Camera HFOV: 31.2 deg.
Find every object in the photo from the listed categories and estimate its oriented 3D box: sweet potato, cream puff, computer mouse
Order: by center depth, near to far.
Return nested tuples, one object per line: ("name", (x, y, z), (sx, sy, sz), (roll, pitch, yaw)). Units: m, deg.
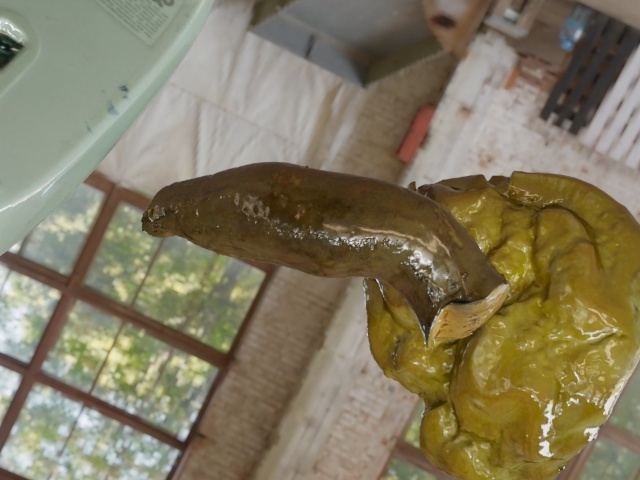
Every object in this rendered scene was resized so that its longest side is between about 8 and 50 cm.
("computer mouse", (-0.180, -0.103, 0.652), (0.159, 0.288, 0.097), (38, 146, -10))
("sweet potato", (-0.002, 0.002, 0.843), (0.286, 0.112, 0.085), (11, -160, 12))
("cream puff", (0.166, 0.075, 1.156), (0.257, 0.324, 0.291), (27, 174, 2))
